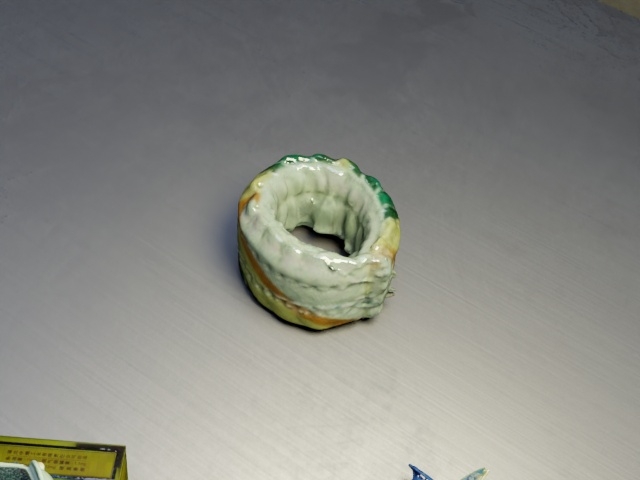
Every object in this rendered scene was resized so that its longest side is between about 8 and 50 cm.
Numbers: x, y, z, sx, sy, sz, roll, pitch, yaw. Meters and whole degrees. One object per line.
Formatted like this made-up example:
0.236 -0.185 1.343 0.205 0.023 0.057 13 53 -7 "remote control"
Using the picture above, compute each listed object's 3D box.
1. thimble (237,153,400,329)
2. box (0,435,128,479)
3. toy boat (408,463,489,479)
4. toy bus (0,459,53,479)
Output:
0.000 0.000 1.313 0.254 0.167 0.288 -30 59 -29 "thimble"
-0.352 0.302 0.998 0.219 0.141 0.064 4 49 -6 "box"
0.192 0.352 1.090 0.175 0.091 0.110 37 71 27 "toy boat"
-0.352 0.346 0.872 0.164 0.276 0.134 -13 53 -26 "toy bus"
